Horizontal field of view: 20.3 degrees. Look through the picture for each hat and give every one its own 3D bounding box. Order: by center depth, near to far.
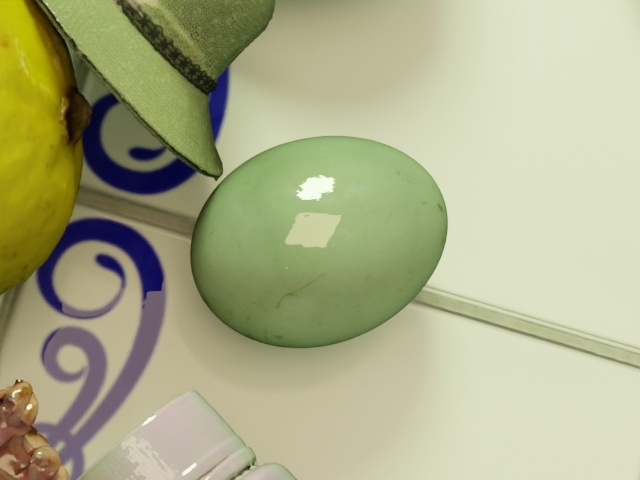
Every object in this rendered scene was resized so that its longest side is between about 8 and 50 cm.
[{"bbox_3d":[-0.106,-0.179,1.257,0.130,0.257,0.257,-40,82,6],"label":"hat"}]

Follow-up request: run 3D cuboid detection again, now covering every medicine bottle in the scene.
[{"bbox_3d":[-0.051,0.236,1.212,0.152,0.152,0.254,-41,83,-17],"label":"medicine bottle"}]

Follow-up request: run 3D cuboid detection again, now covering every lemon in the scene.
[{"bbox_3d":[-0.308,-0.074,1.197,0.297,0.297,0.297,2,74,-8],"label":"lemon"}]

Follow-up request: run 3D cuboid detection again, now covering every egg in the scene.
[{"bbox_3d":[0.000,0.000,1.288,0.192,0.149,0.149,-16,77,-19],"label":"egg"}]

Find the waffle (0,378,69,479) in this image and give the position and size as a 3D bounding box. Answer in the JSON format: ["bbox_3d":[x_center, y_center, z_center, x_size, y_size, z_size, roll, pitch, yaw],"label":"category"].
[{"bbox_3d":[-0.264,0.147,1.166,0.234,0.221,0.055,2,37,26],"label":"waffle"}]
